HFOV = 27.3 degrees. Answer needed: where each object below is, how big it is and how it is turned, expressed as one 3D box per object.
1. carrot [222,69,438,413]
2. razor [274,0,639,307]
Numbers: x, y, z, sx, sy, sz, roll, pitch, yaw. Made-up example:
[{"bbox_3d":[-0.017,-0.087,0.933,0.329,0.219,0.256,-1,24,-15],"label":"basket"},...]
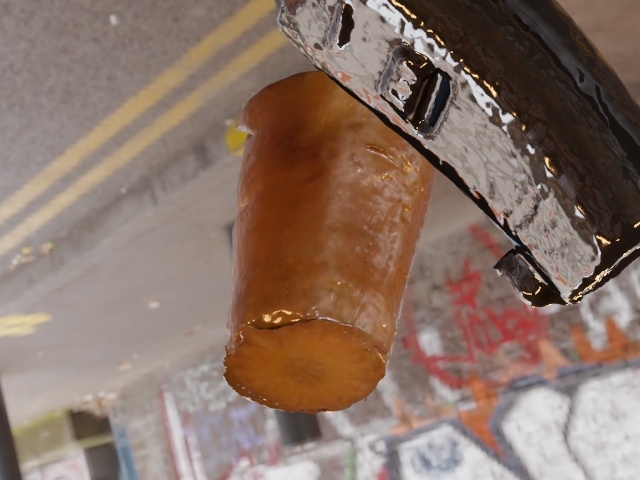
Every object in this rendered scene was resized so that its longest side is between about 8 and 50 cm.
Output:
[{"bbox_3d":[0.000,0.000,1.158,0.196,0.254,0.196,6,140,5],"label":"carrot"},{"bbox_3d":[0.106,-0.106,0.900,0.107,0.327,0.189,-38,168,-23],"label":"razor"}]
